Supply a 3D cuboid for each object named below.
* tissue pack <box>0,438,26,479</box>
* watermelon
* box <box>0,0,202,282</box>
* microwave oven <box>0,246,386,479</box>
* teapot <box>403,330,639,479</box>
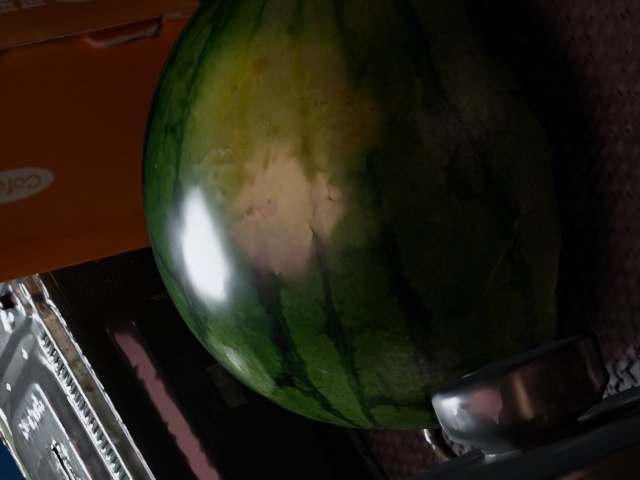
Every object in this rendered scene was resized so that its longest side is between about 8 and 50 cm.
[{"bbox_3d":[-0.278,0.135,0.974,0.198,0.263,0.146,54,144,22],"label":"tissue pack"},{"bbox_3d":[-0.002,-0.007,0.622,0.204,0.127,0.232,35,136,47],"label":"watermelon"},{"bbox_3d":[-0.227,-0.125,0.761,0.341,0.225,0.143,53,145,37],"label":"box"},{"bbox_3d":[-0.089,0.094,0.804,0.205,0.129,0.163,56,146,17],"label":"microwave oven"},{"bbox_3d":[0.112,0.197,0.463,0.200,0.270,0.337,-24,85,25],"label":"teapot"}]
